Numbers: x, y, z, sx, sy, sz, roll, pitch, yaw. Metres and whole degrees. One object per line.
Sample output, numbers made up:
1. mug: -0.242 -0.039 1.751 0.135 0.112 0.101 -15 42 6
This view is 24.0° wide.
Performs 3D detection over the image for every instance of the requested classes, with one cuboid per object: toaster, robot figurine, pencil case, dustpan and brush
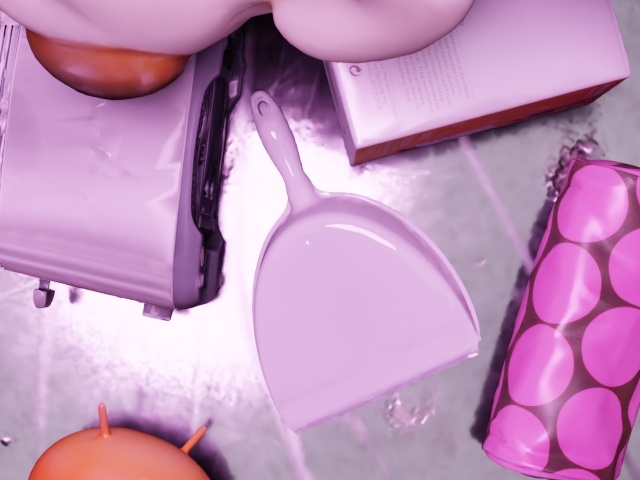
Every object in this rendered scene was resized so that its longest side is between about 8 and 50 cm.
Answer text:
1. toaster: -0.129 -0.067 0.942 0.146 0.129 0.227 6 90 3
2. robot figurine: -0.140 0.211 0.932 0.158 0.128 0.219 19 88 1
3. pencil case: 0.177 0.054 0.957 0.098 0.095 0.209 19 91 -20
4. dustpan and brush: 0.000 0.000 0.980 0.147 0.060 0.211 -25 95 12

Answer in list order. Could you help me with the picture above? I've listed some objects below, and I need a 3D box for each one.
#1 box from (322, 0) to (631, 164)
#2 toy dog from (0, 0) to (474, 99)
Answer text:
1. box: 0.090 -0.115 0.939 0.170 0.130 0.091 -15 88 1
2. toy dog: -0.001 -0.231 0.770 0.408 0.395 0.285 -15 106 2
